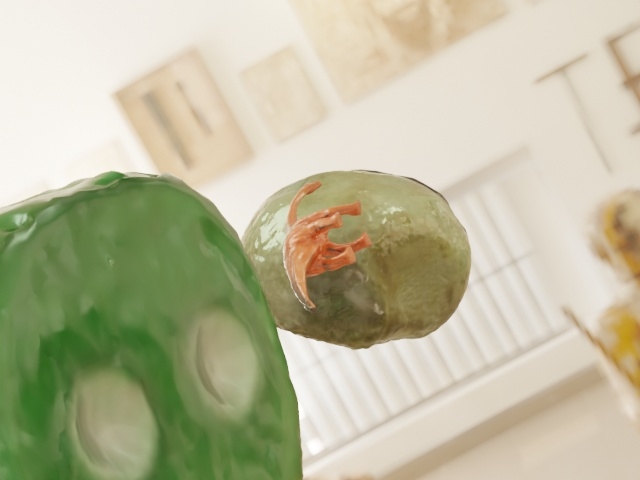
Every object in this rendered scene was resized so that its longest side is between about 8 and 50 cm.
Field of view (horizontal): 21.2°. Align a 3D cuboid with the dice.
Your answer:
[{"bbox_3d":[-0.205,0.125,1.112,0.297,0.287,0.300,-19,4,34],"label":"dice"}]

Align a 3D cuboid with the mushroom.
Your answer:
[{"bbox_3d":[0.038,0.026,1.934,0.164,0.267,0.190,-70,-3,-70],"label":"mushroom"}]

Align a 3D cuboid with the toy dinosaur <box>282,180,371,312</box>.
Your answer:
[{"bbox_3d":[-0.002,-0.006,1.728,0.101,0.055,0.279,-16,18,16],"label":"toy dinosaur"}]
